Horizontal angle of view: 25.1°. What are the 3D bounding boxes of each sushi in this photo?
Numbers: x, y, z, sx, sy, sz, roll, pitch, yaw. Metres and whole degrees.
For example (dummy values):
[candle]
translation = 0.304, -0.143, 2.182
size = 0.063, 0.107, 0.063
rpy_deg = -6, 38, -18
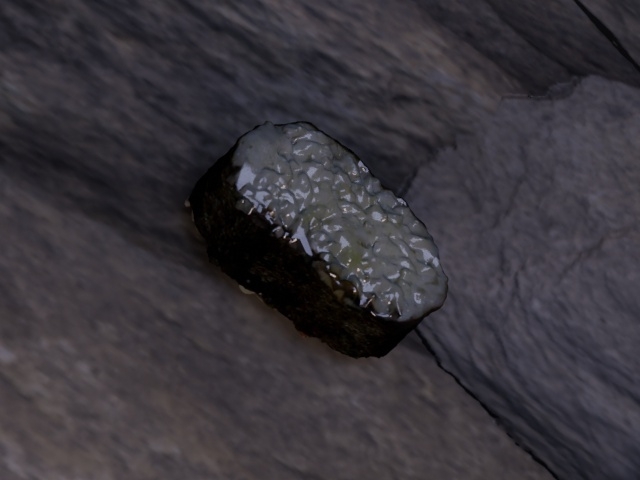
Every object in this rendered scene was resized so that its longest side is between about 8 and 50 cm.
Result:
[sushi]
translation = 0.000, 0.000, 0.819
size = 0.150, 0.078, 0.090
rpy_deg = 37, 53, -9
